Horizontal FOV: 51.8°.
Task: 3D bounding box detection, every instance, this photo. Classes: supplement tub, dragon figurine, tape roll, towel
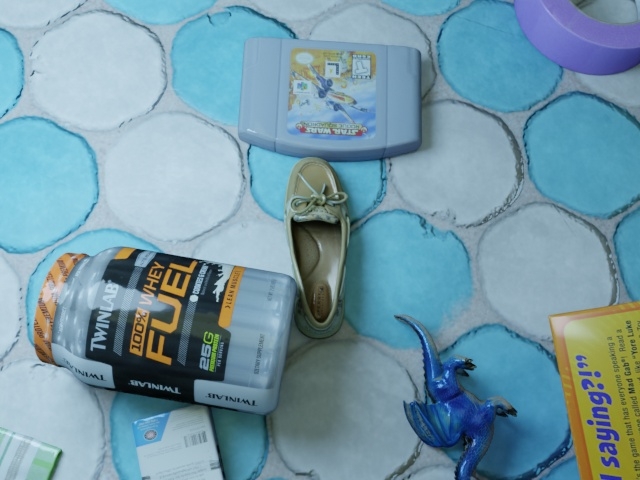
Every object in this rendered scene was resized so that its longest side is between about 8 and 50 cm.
[{"bbox_3d":[-0.199,0.116,0.887,0.316,0.193,0.193,9,74,-1],"label":"supplement tub"},{"bbox_3d":[0.172,0.241,0.930,0.144,0.085,0.289,-39,81,-13],"label":"dragon figurine"},{"bbox_3d":[0.483,-0.430,1.143,0.275,0.090,0.275,1,73,-3],"label":"tape roll"},{"bbox_3d":[-0.447,0.316,0.901,0.152,0.023,0.113,17,74,1],"label":"towel"}]

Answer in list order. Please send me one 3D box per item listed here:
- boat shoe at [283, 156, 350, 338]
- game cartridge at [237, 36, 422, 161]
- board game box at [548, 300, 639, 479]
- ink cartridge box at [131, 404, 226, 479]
[{"bbox_3d":[0.000,0.000,0.986,0.104,0.089,0.285,-5,74,-5],"label":"boat shoe"},{"bbox_3d":[0.018,-0.228,1.074,0.297,0.062,0.198,2,70,-3],"label":"game cartridge"},{"bbox_3d":[0.504,0.243,0.743,0.356,0.356,0.356,-14,73,27],"label":"board game box"},{"bbox_3d":[-0.184,0.322,0.896,0.104,0.060,0.180,-13,75,-8],"label":"ink cartridge box"}]
